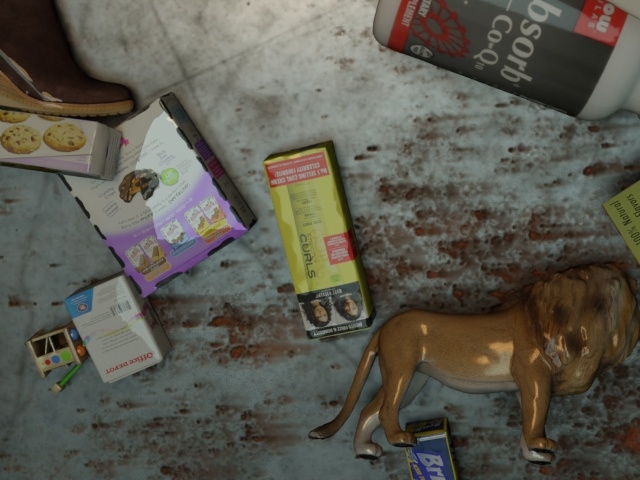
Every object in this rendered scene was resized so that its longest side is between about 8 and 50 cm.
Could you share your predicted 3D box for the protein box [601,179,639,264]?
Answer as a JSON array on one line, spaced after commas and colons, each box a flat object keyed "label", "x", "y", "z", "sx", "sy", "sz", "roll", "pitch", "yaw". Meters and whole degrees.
[{"label": "protein box", "x": 0.463, "y": 0.003, "z": 1.409, "sx": 0.201, "sy": 0.136, "sz": 0.200, "roll": -34, "pitch": 54, "yaw": 13}]

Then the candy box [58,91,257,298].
[{"label": "candy box", "x": -0.202, "y": -0.057, "z": 1.561, "sx": 0.165, "sy": 0.070, "sz": 0.196, "roll": -31, "pitch": 98, "yaw": 13}]

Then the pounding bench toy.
[{"label": "pounding bench toy", "x": -0.328, "y": 0.151, "z": 1.635, "sx": 0.065, "sy": 0.052, "sz": 0.083, "roll": -19, "pitch": 100, "yaw": 11}]

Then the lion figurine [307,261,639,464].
[{"label": "lion figurine", "x": 0.184, "y": 0.140, "z": 1.519, "sx": 0.392, "sy": 0.142, "sz": 0.240, "roll": 0, "pitch": 69, "yaw": 14}]

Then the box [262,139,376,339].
[{"label": "box", "x": 0.000, "y": 0.000, "z": 1.555, "sx": 0.087, "sy": 0.058, "sz": 0.232, "roll": -11, "pitch": 101, "yaw": 10}]

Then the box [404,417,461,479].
[{"label": "box", "x": 0.150, "y": 0.315, "z": 1.611, "sx": 0.059, "sy": 0.054, "sz": 0.169, "roll": -11, "pitch": 101, "yaw": 9}]

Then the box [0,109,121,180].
[{"label": "box", "x": -0.398, "y": -0.125, "z": 1.530, "sx": 0.324, "sy": 0.063, "sz": 0.067, "roll": 9, "pitch": 86, "yaw": 20}]

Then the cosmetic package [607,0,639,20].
[{"label": "cosmetic package", "x": 0.233, "y": -0.401, "z": 1.249, "sx": 0.453, "sy": 0.230, "sz": 0.161, "roll": 37, "pitch": 130, "yaw": 21}]

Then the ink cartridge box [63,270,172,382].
[{"label": "ink cartridge box", "x": -0.258, "y": 0.109, "z": 1.616, "sx": 0.088, "sy": 0.052, "sz": 0.122, "roll": -22, "pitch": 98, "yaw": 12}]

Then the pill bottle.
[{"label": "pill bottle", "x": 0.257, "y": -0.255, "z": 1.385, "sx": 0.363, "sy": 0.210, "sz": 0.210, "roll": 20, "pitch": 105, "yaw": 2}]

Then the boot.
[{"label": "boot", "x": -0.340, "y": -0.258, "z": 1.526, "sx": 0.248, "sy": 0.090, "sz": 0.207, "roll": 8, "pitch": 96, "yaw": -5}]
